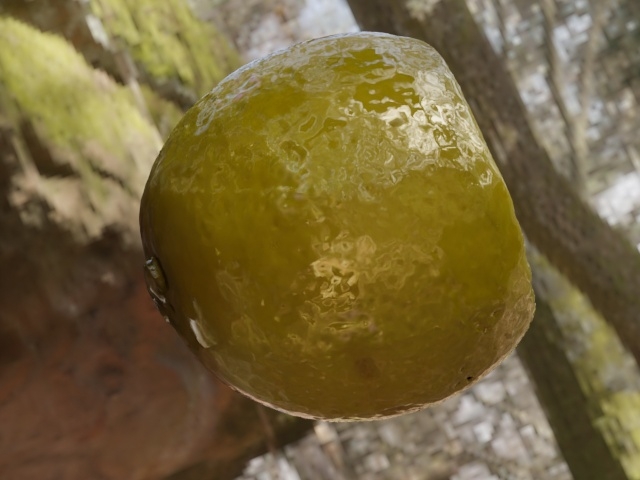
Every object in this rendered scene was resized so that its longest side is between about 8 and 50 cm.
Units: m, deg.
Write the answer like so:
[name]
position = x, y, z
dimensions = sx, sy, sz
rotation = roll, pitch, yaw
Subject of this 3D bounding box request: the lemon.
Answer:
[lemon]
position = 0.000, 0.000, 1.028
dimensions = 0.219, 0.240, 0.240
rotation = -20, -10, -4
